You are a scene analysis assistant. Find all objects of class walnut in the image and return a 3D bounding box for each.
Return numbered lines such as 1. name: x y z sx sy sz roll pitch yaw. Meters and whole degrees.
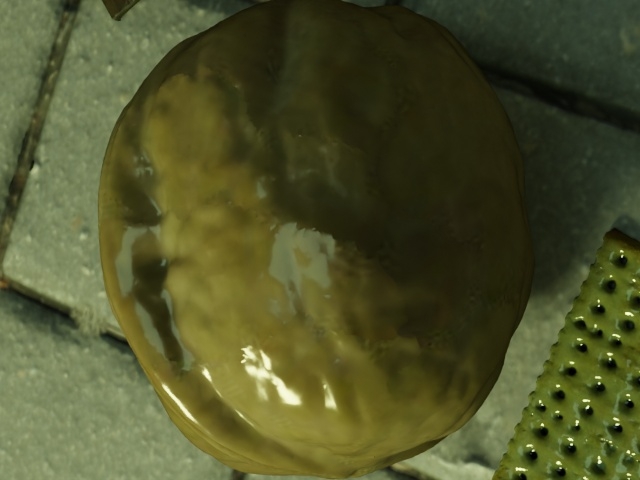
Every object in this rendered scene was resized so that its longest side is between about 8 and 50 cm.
1. walnut: 0.000 0.000 1.462 0.381 0.381 0.381 -2 86 31

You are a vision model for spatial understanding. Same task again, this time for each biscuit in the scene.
1. biscuit: 0.231 0.122 1.491 0.139 0.016 0.231 31 102 30

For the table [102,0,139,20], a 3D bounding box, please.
1. table: -0.214 -0.331 1.698 0.172 0.169 0.193 -38 68 24
